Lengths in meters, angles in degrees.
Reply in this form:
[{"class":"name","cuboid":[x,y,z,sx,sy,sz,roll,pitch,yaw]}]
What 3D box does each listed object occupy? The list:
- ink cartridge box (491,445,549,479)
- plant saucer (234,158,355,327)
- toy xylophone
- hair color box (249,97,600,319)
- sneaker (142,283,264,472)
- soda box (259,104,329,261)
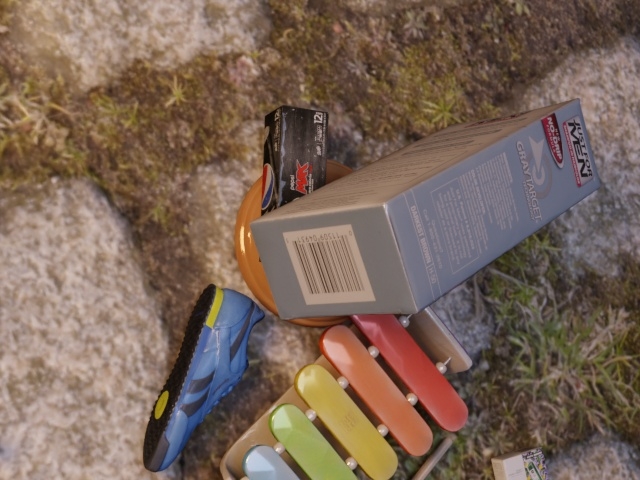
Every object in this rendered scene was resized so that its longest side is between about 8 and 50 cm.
[{"class":"ink cartridge box","cuboid":[0.254,0.318,1.232,0.063,0.029,0.115,-11,88,-26]},{"class":"plant saucer","cuboid":[0.000,0.000,1.151,0.200,0.037,0.200,4,81,-24]},{"class":"toy xylophone","cuboid":[0.044,0.217,1.115,0.236,0.081,0.322,44,70,-14]},{"class":"hair color box","cuboid":[0.125,-0.039,1.067,0.374,0.185,0.113,-29,106,-43]},{"class":"sneaker","cuboid":[-0.119,0.152,1.058,0.082,0.069,0.209,29,72,-23]},{"class":"soda box","cuboid":[-0.030,-0.059,1.094,0.060,0.053,0.169,6,80,-24]}]
